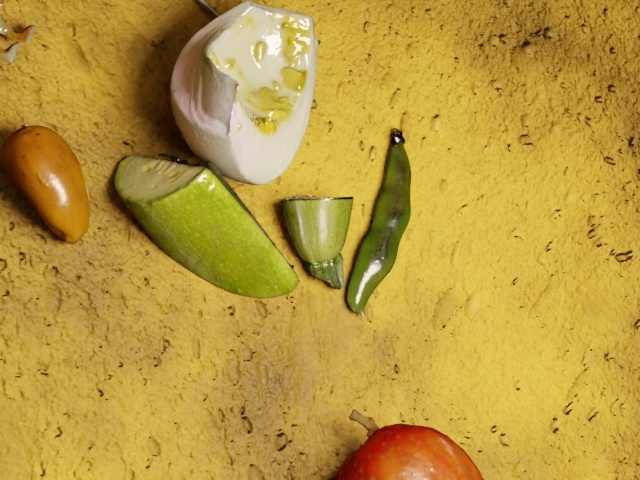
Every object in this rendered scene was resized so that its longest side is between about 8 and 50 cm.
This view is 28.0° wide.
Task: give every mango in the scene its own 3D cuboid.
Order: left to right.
[{"bbox_3d":[-0.339,-0.076,1.633,0.084,0.105,0.159,-37,96,-9],"label":"mango"}]

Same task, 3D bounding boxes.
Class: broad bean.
[{"bbox_3d":[0.096,-0.028,1.837,0.060,0.043,0.297,19,67,-5],"label":"broad bean"}]

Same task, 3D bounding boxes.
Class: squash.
[{"bbox_3d":[-0.158,-0.001,1.735,0.093,0.169,0.252,-56,133,-23],"label":"squash"},{"bbox_3d":[-0.003,0.004,1.771,0.105,0.105,0.132,-4,95,-24],"label":"squash"}]

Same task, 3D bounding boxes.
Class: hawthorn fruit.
[{"bbox_3d":[0.108,0.327,1.659,0.205,0.205,0.253,-24,80,-27],"label":"hawthorn fruit"}]

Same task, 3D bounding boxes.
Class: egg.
[{"bbox_3d":[-0.122,-0.189,1.714,0.161,0.206,0.271,13,44,21],"label":"egg"}]

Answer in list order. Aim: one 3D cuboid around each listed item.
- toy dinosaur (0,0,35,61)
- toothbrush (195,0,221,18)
[{"bbox_3d":[-0.455,-0.276,1.670,0.142,0.057,0.212,20,66,-4],"label":"toy dinosaur"},{"bbox_3d":[-0.212,-0.375,1.817,0.294,0.026,0.028,37,83,-9],"label":"toothbrush"}]
